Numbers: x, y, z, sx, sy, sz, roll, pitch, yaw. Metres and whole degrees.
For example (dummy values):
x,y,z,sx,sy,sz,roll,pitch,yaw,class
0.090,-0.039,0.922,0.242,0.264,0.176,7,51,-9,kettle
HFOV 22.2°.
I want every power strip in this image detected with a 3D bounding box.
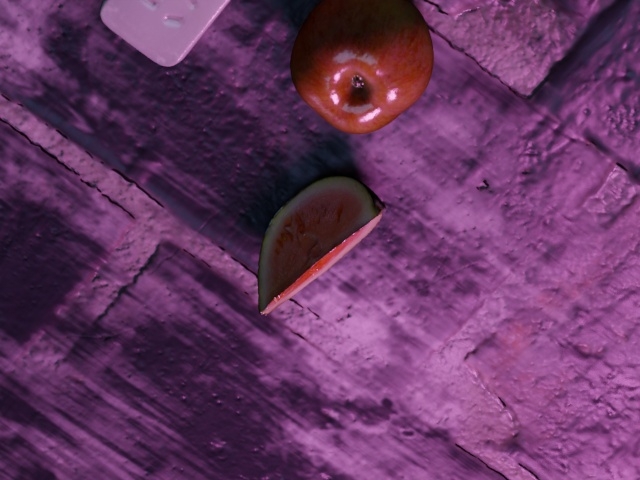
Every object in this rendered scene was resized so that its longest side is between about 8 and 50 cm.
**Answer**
x,y,z,sx,sy,sz,roll,pitch,yaw,class
-0.049,-0.308,1.379,0.091,0.062,0.385,35,119,-14,power strip

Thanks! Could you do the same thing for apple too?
x,y,z,sx,sy,sz,roll,pitch,yaw,class
0.036,-0.159,1.424,0.126,0.102,0.126,3,119,6,apple

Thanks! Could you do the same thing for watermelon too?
x,y,z,sx,sy,sz,roll,pitch,yaw,class
0.008,0.000,1.542,0.069,0.087,0.163,24,127,-41,watermelon
